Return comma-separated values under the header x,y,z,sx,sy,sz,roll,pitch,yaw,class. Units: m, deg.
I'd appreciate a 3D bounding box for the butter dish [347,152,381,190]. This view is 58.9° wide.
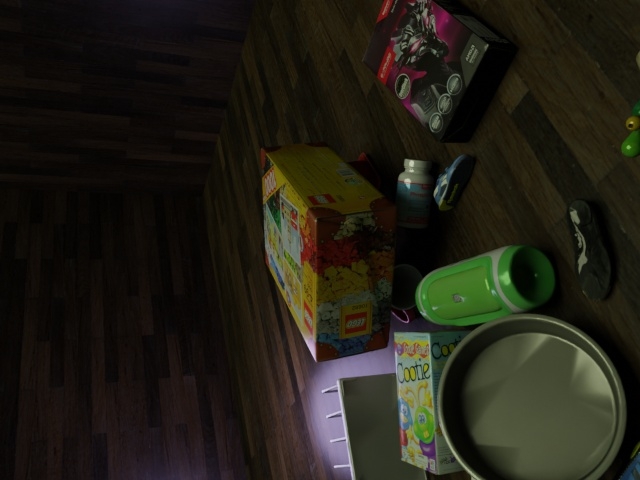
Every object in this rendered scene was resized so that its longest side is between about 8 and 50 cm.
x,y,z,sx,sy,sz,roll,pitch,yaw,class
0.086,-0.156,1.643,0.159,0.118,0.160,-114,33,-44,butter dish

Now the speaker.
x,y,z,sx,sy,sz,roll,pitch,yaw,class
0.312,0.096,1.120,0.296,0.131,0.131,149,119,-62,speaker

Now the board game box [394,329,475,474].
x,y,z,sx,sy,sz,roll,pitch,yaw,class
0.259,0.331,1.210,0.142,0.145,0.275,162,108,-65,board game box

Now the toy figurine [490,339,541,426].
x,y,z,sx,sy,sz,roll,pitch,yaw,class
0.374,0.244,1.037,0.173,0.130,0.159,89,-166,-85,toy figurine

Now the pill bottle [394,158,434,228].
x,y,z,sx,sy,sz,roll,pitch,yaw,class
0.226,-0.114,1.365,0.087,0.087,0.160,-152,65,-63,pill bottle

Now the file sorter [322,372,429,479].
x,y,z,sx,sy,sz,roll,pitch,yaw,class
0.127,0.498,1.446,0.173,0.193,0.277,130,135,-59,file sorter

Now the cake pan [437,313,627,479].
x,y,z,sx,sy,sz,roll,pitch,yaw,class
0.338,0.267,0.926,0.293,0.054,0.293,-16,59,28,cake pan

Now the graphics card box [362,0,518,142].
x,y,z,sx,sy,sz,roll,pitch,yaw,class
0.246,-0.414,1.270,0.370,0.094,0.232,58,140,36,graphics card box

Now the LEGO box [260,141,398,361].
x,y,z,sx,sy,sz,roll,pitch,yaw,class
0.000,0.000,1.455,0.500,0.193,0.372,-126,32,-58,LEGO box

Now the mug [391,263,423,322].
x,y,z,sx,sy,sz,roll,pitch,yaw,class
0.172,0.133,1.455,0.169,0.113,0.150,178,94,-69,mug

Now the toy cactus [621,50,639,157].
x,y,z,sx,sy,sz,roll,pitch,yaw,class
0.497,-0.217,0.779,0.180,0.112,0.218,-88,13,-48,toy cactus

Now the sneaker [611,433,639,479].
x,y,z,sx,sy,sz,roll,pitch,yaw,class
0.481,0.354,0.828,0.082,0.069,0.209,28,109,27,sneaker

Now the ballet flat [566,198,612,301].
x,y,z,sx,sy,sz,roll,pitch,yaw,class
0.447,0.014,0.937,0.058,0.049,0.173,-12,81,32,ballet flat

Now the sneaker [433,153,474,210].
x,y,z,sx,sy,sz,roll,pitch,yaw,class
0.290,-0.137,1.265,0.059,0.053,0.144,-111,33,-44,sneaker

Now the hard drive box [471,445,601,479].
x,y,z,sx,sy,sz,roll,pitch,yaw,class
0.375,0.429,1.012,0.232,0.089,0.180,170,100,-65,hard drive box
